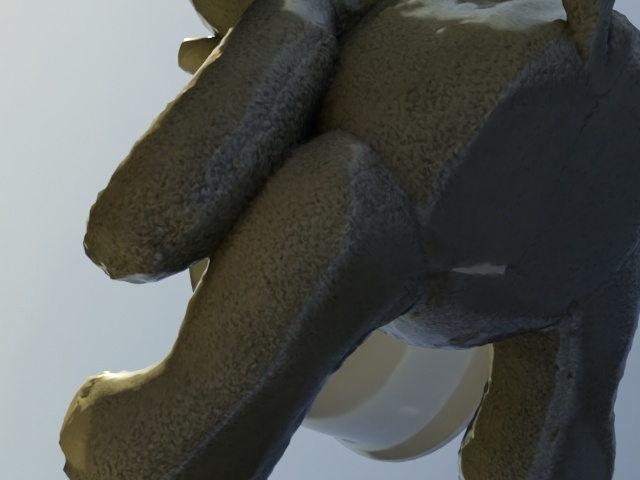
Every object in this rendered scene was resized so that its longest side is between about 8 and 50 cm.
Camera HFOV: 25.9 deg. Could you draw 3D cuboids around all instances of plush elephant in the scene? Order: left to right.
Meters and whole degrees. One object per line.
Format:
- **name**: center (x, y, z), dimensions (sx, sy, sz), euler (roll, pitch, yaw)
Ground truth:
- **plush elephant**: center (0.008, -0.068, 0.594), dimensions (0.255, 0.271, 0.330), euler (45, -56, 46)

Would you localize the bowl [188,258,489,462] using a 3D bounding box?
- **bowl**: center (0.000, 0.000, 0.941), dimensions (0.298, 0.134, 0.298), euler (-15, -108, 56)
